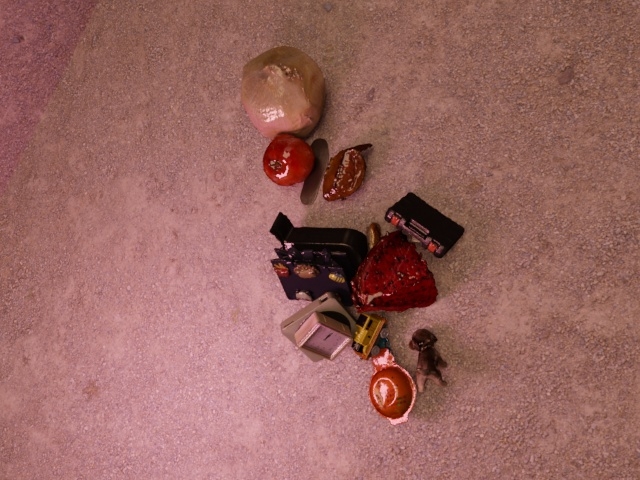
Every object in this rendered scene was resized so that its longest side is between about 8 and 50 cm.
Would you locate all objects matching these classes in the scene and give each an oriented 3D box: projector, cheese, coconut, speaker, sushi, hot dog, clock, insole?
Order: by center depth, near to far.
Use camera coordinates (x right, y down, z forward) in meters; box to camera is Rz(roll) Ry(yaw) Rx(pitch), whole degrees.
[{"bbox_3d":[0.013,0.376,1.636,0.147,0.191,0.071,-49,31,17],"label":"clock"},{"bbox_3d":[0.267,0.549,1.646,0.216,0.129,0.330,-31,59,28],"label":"cheese"},{"bbox_3d":[0.006,0.356,1.714,0.257,0.259,0.079,-34,32,8],"label":"projector"},{"bbox_3d":[0.000,0.000,1.760,0.387,0.184,0.180,3,43,16],"label":"speaker"},{"bbox_3d":[0.235,0.018,1.768,0.053,0.099,0.192,-10,82,44],"label":"hot dog"},{"bbox_3d":[0.111,-0.303,1.833,0.166,0.179,0.297,16,102,-5],"label":"sushi"},{"bbox_3d":[-0.167,-0.662,1.853,0.404,0.404,0.405,-3,80,15],"label":"coconut"},{"bbox_3d":[-0.028,-0.321,1.943,0.111,0.007,0.328,11,84,18],"label":"insole"}]

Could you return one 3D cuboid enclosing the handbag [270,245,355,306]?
[{"bbox_3d":[-0.020,0.146,1.689,0.303,0.329,0.122,3,58,17],"label":"handbag"}]

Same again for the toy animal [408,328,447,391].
[{"bbox_3d":[0.408,0.462,1.612,0.121,0.233,0.169,-20,116,22],"label":"toy animal"}]

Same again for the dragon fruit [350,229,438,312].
[{"bbox_3d":[0.268,0.164,1.690,0.329,0.228,0.286,-30,54,2],"label":"dragon fruit"}]

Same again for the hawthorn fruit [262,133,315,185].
[{"bbox_3d":[-0.157,-0.344,1.837,0.241,0.271,0.242,5,108,17],"label":"hawthorn fruit"}]

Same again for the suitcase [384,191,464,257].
[{"bbox_3d":[0.421,-0.068,1.686,0.285,0.206,0.066,38,137,17],"label":"suitcase"}]

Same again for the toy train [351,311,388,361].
[{"bbox_3d":[0.188,0.377,1.662,0.089,0.127,0.220,17,78,61],"label":"toy train"}]

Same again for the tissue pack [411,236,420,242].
[{"bbox_3d":[0.439,-0.015,1.751,0.108,0.023,0.056,7,83,17],"label":"tissue pack"}]
